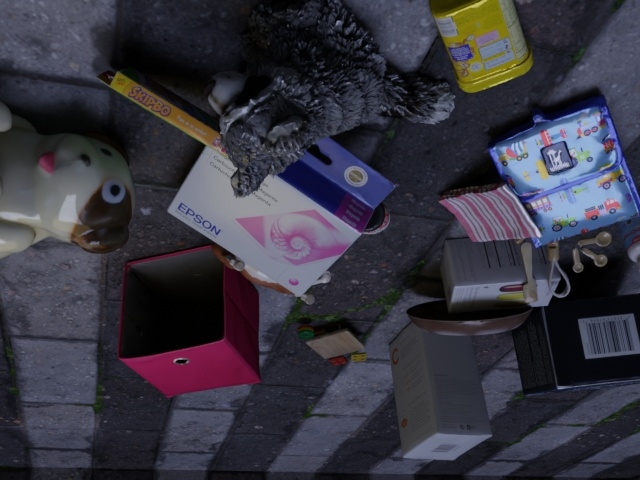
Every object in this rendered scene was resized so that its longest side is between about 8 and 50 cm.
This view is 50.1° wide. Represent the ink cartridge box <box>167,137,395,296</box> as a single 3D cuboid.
[{"bbox_3d":[-0.084,-0.077,1.282,0.324,0.071,0.330,34,133,-8],"label":"ink cartridge box"}]

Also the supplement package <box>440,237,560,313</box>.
[{"bbox_3d":[0.422,0.077,1.633,0.244,0.133,0.139,-5,147,1],"label":"supplement package"}]

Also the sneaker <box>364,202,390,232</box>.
[{"bbox_3d":[0.012,-0.066,1.410,0.270,0.090,0.145,11,-178,16],"label":"sneaker"}]

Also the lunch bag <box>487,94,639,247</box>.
[{"bbox_3d":[0.472,-0.152,1.334,0.221,0.138,0.293,-20,131,25],"label":"lunch bag"}]

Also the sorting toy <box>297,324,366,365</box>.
[{"bbox_3d":[0.047,0.289,1.985,0.132,0.046,0.274,-18,143,19],"label":"sorting toy"}]

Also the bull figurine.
[{"bbox_3d":[-0.100,0.061,1.535,0.310,0.101,0.188,23,178,-25],"label":"bull figurine"}]

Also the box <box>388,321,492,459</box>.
[{"bbox_3d":[0.328,0.417,1.937,0.168,0.345,0.215,8,144,-19],"label":"box"}]

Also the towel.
[{"bbox_3d":[0.346,-0.051,1.406,0.144,0.029,0.197,47,158,-19],"label":"towel"}]

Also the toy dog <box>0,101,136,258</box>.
[{"bbox_3d":[-0.532,-0.065,1.196,0.408,0.284,0.395,-8,146,3],"label":"toy dog"}]

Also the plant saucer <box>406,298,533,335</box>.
[{"bbox_3d":[0.372,0.191,1.713,0.311,0.050,0.310,-4,-177,0],"label":"plant saucer"}]

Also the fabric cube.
[{"bbox_3d":[-0.300,0.197,1.623,0.254,0.259,0.258,-11,146,8],"label":"fabric cube"}]

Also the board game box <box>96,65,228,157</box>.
[{"bbox_3d":[-0.228,-0.207,1.103,0.260,0.124,0.039,28,102,-15],"label":"board game box"}]

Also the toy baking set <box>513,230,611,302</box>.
[{"bbox_3d":[0.528,0.019,1.511,0.256,0.030,0.196,-38,100,7],"label":"toy baking set"}]

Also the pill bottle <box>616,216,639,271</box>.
[{"bbox_3d":[0.716,-0.007,1.515,0.087,0.160,0.087,-3,146,-2],"label":"pill bottle"}]

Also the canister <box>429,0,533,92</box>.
[{"bbox_3d":[0.253,-0.326,1.071,0.126,0.073,0.170,-18,142,19],"label":"canister"}]

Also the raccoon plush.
[{"bbox_3d":[0.043,-0.194,1.041,0.447,0.299,0.216,5,145,-14],"label":"raccoon plush"}]

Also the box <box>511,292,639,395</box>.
[{"bbox_3d":[0.700,0.285,1.809,0.294,0.211,0.395,-7,165,3],"label":"box"}]
